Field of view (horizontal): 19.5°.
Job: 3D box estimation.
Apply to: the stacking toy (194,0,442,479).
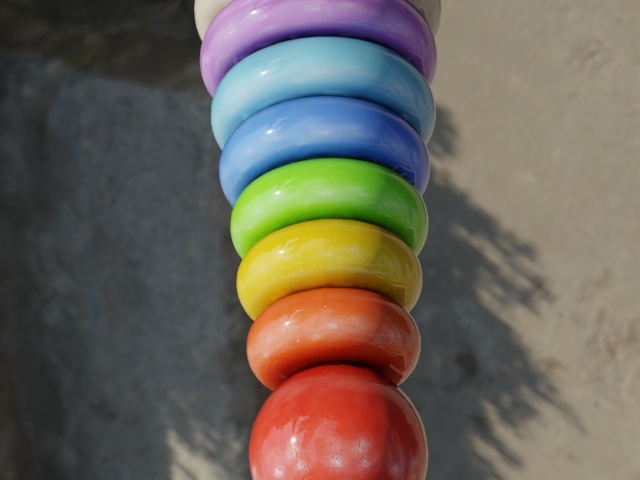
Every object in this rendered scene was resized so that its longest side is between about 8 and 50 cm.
[{"bbox_3d":[0.000,0.000,0.985,0.141,0.330,0.141,0,151,0],"label":"stacking toy"}]
